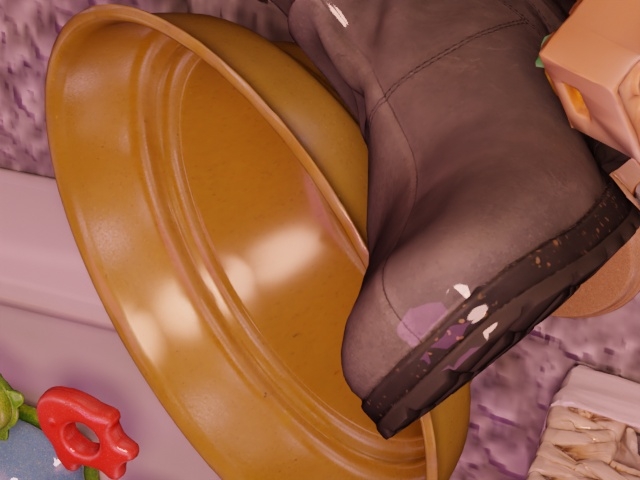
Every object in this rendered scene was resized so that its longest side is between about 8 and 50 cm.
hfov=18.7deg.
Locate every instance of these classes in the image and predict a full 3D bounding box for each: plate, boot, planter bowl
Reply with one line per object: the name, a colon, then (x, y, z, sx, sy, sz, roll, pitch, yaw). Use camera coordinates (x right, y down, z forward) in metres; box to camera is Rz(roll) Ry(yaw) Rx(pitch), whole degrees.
plate: (-0.115, 0.095, 0.873, 0.277, 0.045, 0.278, 11, 128, 22)
boot: (0.012, -0.053, 0.549, 0.161, 0.246, 0.083, 46, 114, -5)
planter bowl: (0.000, 0.000, 0.683, 0.217, 0.090, 0.217, 41, 148, 32)

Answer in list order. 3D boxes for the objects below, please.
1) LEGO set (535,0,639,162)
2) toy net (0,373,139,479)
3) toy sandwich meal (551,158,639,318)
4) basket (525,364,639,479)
LEGO set: (0.127, -0.164, 0.482, 0.107, 0.132, 0.287, 38, 111, 7)
toy net: (-0.054, 0.116, 0.796, 0.232, 0.045, 0.122, 22, 129, 12)
toy sandwich meal: (0.084, -0.010, 0.693, 0.085, 0.029, 0.085, 17, 133, 19)
basket: (0.116, 0.152, 0.742, 0.113, 0.103, 0.167, 20, 130, 15)
